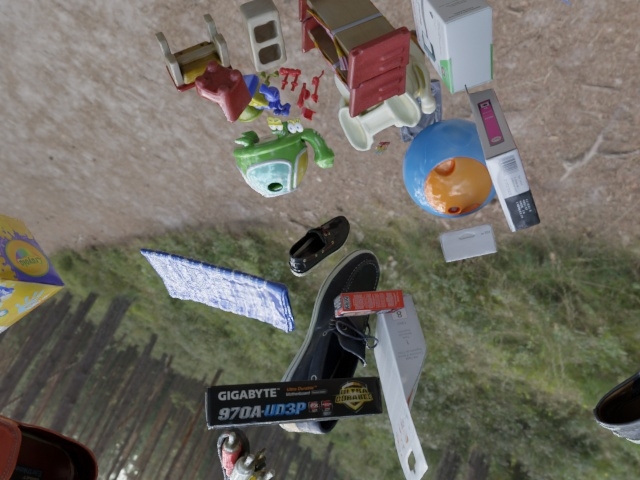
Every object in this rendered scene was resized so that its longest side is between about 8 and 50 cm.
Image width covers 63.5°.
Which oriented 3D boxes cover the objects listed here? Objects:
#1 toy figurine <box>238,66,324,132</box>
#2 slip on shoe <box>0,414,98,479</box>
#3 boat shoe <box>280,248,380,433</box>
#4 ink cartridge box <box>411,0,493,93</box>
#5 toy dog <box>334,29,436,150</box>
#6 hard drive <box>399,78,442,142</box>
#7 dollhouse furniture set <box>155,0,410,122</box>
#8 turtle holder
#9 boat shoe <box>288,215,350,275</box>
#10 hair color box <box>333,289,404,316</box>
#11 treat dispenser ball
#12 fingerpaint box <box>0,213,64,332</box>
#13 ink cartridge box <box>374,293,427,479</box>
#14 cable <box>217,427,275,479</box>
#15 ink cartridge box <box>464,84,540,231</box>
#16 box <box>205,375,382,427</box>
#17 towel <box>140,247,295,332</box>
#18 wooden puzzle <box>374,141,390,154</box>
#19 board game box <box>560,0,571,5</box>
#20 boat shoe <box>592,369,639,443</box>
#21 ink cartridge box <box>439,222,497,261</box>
[{"bbox_3d":[-0.192,-0.449,1.497,0.217,0.191,0.363,16,-177,-45],"label":"toy figurine"},{"bbox_3d":[-0.384,0.235,0.568,0.101,0.123,0.331,-17,141,19],"label":"slip on shoe"},{"bbox_3d":[0.054,0.251,1.303,0.156,0.500,0.187,6,151,44],"label":"boat shoe"},{"bbox_3d":[0.343,-0.565,1.369,0.122,0.289,0.211,-19,138,5],"label":"ink cartridge box"},{"bbox_3d":[0.216,-0.553,1.752,0.395,0.408,0.284,48,136,-9],"label":"toy dog"},{"bbox_3d":[0.394,-0.516,2.051,0.172,0.054,0.254,-7,133,7],"label":"hard drive"},{"bbox_3d":[-0.057,-0.299,0.888,0.201,0.374,0.152,61,170,24],"label":"dollhouse furniture set"},{"bbox_3d":[-0.135,-0.290,1.816,0.243,0.320,0.227,-147,39,-67],"label":"turtle holder"},{"bbox_3d":[0.001,0.001,0.813,0.049,0.133,0.042,30,145,30],"label":"boat shoe"},{"bbox_3d":[0.106,0.140,1.149,0.141,0.043,0.072,-2,163,-12],"label":"hair color box"},{"bbox_3d":[0.386,-0.210,1.514,0.288,0.288,0.288,21,161,8],"label":"treat dispenser ball"},{"bbox_3d":[-0.646,0.095,0.696,0.163,0.371,0.445,53,177,8],"label":"fingerpaint box"},{"bbox_3d":[0.216,0.368,1.242,0.091,0.385,0.308,-10,145,-4],"label":"ink cartridge box"},{"bbox_3d":[-0.165,0.456,0.941,0.139,0.287,0.072,36,-151,26],"label":"cable"},{"bbox_3d":[0.375,-0.197,1.091,0.069,0.371,0.175,-20,122,19],"label":"ink cartridge box"},{"bbox_3d":[-0.045,0.225,0.709,0.220,0.051,0.175,-1,160,-12],"label":"box"},{"bbox_3d":[-0.223,0.118,1.183,0.336,0.040,0.243,14,153,9],"label":"towel"},{"bbox_3d":[0.206,-0.308,1.726,0.006,0.049,0.083,47,-150,20],"label":"wooden puzzle"},{"bbox_3d":[0.565,-0.637,1.260,0.133,0.168,0.033,37,119,-12],"label":"board game box"},{"bbox_3d":[0.474,0.192,0.685,0.079,0.084,0.233,28,125,-13],"label":"boat shoe"},{"bbox_3d":[0.412,0.003,1.453,0.140,0.082,0.191,-13,-179,15],"label":"ink cartridge box"}]
